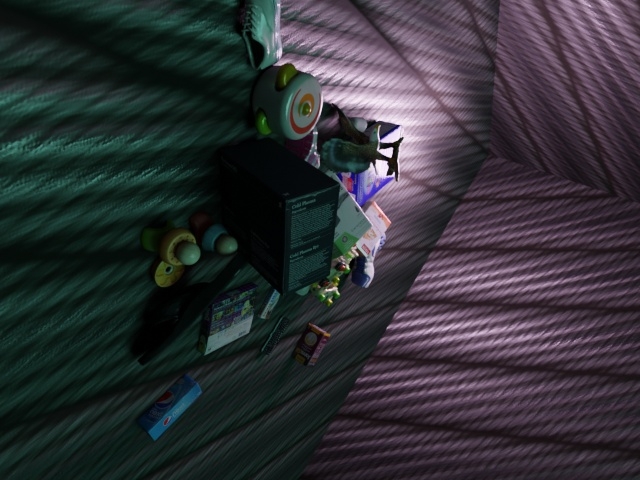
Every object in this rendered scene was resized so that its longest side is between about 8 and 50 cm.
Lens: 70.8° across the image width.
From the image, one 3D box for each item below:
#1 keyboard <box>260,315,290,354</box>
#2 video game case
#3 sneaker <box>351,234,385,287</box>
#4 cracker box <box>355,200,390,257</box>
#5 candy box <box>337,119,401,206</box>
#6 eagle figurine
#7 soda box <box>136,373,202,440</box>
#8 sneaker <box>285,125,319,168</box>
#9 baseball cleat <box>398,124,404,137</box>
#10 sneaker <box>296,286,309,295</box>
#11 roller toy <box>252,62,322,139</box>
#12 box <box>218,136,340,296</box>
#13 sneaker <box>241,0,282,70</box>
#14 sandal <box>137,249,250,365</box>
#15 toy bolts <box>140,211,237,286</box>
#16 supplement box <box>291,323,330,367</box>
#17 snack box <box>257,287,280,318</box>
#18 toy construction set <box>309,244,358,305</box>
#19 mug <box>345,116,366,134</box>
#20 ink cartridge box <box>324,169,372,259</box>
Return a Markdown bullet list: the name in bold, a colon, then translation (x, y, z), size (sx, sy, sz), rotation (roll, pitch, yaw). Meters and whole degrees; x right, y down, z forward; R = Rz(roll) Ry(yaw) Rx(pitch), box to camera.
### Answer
- **keyboard**: translation (-0.193, 0.425, 1.995), size (0.180, 0.023, 0.108), rotation (-58, 153, -9)
- **video game case**: translation (-0.326, 0.276, 1.608), size (0.232, 0.041, 0.211), rotation (-19, 130, -54)
- **sneaker**: translation (0.214, 0.074, 2.312), size (0.182, 0.127, 0.316), rotation (17, 92, -59)
- **cracker box**: translation (0.221, -0.054, 2.172), size (0.156, 0.067, 0.232), rotation (47, 68, -25)
- **candy box**: translation (0.206, -0.330, 1.922), size (0.317, 0.122, 0.269), rotation (-38, 142, -38)
- **eagle figurine**: translation (0.150, -0.350, 1.632), size (0.226, 0.297, 0.226), rotation (-87, -169, -64)
- **soda box**: translation (-0.504, 0.557, 1.514), size (0.210, 0.067, 0.071), rotation (-44, 147, -33)
- **sneaker**: translation (-0.056, -0.290, 1.537), size (0.111, 0.102, 0.253), rotation (-35, 148, -49)
- **baseball cleat**: translation (0.360, -0.448, 2.147), size (0.109, 0.072, 0.206), rotation (-35, 146, -54)
- **sneaker**: translation (-0.074, 0.166, 1.901), size (0.087, 0.092, 0.229), rotation (-49, 151, -28)
- **roller toy**: translation (-0.089, -0.402, 1.313), size (0.191, 0.146, 0.210), rotation (-16, 127, -56)
- **box**: translation (-0.127, -0.077, 1.288), size (0.178, 0.343, 0.313), rotation (-23, 135, -32)
- **sneaker**: translation (-0.154, -0.548, 1.127), size (0.091, 0.094, 0.258), rotation (-53, 152, -29)
- **sandal**: translation (-0.385, 0.177, 1.301), size (0.446, 0.107, 0.167), rotation (-46, -173, 7)
- **toy bolts**: translation (-0.343, 0.040, 1.240), size (0.228, 0.158, 0.219), rotation (-31, 139, -46)
- **supplement box**: translation (-0.048, 0.524, 2.247), size (0.188, 0.104, 0.081), rotation (-61, 152, -5)
- **snack box**: translation (-0.192, 0.234, 1.827), size (0.178, 0.022, 0.064), rotation (-62, 152, -2)
- **toy construction set**: translation (0.065, 0.144, 2.023), size (0.328, 0.151, 0.215), rotation (-58, 148, 5)
- **mug**: translation (0.137, -0.449, 1.768), size (0.064, 0.062, 0.078), rotation (-2, 109, -51)
- **ink cartridge box**: translation (0.032, -0.094, 1.658), size (0.198, 0.273, 0.114), rotation (-44, -169, -34)
